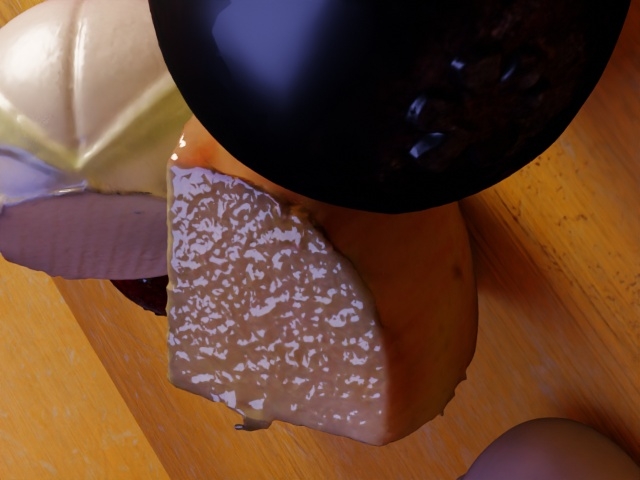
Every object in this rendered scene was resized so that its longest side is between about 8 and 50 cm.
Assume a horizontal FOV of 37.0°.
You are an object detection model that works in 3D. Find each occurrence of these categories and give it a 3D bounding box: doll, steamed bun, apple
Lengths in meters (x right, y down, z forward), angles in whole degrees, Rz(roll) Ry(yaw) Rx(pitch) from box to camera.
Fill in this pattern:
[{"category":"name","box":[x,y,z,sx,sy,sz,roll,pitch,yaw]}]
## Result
[{"category":"doll","box":[0.206,0.279,0.857,0.221,0.221,0.251,8,100,59]},{"category":"steamed bun","box":[-0.201,-0.126,0.936,0.309,0.309,0.309,42,148,34]},{"category":"apple","box":[0.000,0.000,0.821,0.252,0.309,0.314,-33,101,34]}]

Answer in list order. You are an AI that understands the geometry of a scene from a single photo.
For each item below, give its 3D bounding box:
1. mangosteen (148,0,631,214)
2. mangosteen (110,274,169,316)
[{"category":"mangosteen","box":[0.026,-0.170,0.577,0.313,0.297,0.297,42,149,18]},{"category":"mangosteen","box":[-0.147,-0.032,1.160,0.235,0.235,0.261,32,100,46]}]
